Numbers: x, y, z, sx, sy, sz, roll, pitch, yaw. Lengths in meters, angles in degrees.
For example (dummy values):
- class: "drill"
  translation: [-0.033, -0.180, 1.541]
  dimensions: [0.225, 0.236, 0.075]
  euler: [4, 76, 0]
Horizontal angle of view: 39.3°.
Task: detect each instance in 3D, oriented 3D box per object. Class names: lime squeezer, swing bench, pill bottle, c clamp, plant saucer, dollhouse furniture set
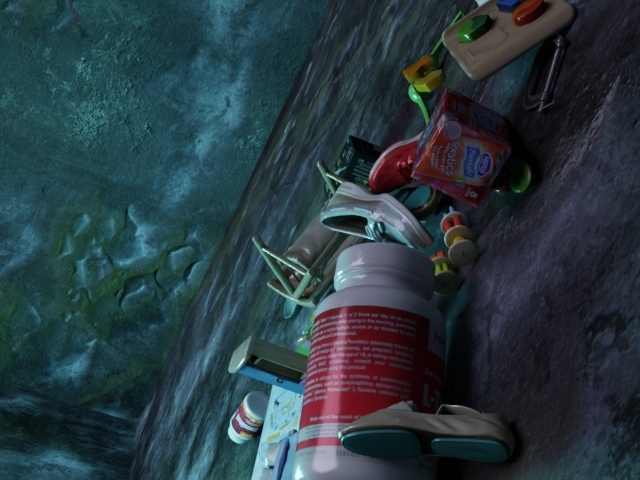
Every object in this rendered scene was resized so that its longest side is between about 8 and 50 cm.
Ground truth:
- class: "lime squeezer"
  translation: [0.253, -0.385, 2.068]
  dimensions: [0.110, 0.059, 0.310]
  euler: [-27, 43, 68]
- class: "swing bench"
  translation: [0.000, 0.000, 2.048]
  dimensions: [0.253, 0.165, 0.254]
  euler: [-52, -21, -19]
- class: "pill bottle"
  translation: [-0.189, 0.477, 2.395]
  dimensions: [0.086, 0.086, 0.152]
  euler: [-87, 23, -47]
- class: "c clamp"
  translation: [0.394, -0.288, 1.549]
  dimensions: [0.137, 0.022, 0.160]
  euler: [151, 136, -74]
- class: "plant saucer"
  translation: [-0.068, 0.164, 2.507]
  dimensions: [0.119, 0.021, 0.119]
  euler: [-159, 90, -75]
- class: "pill bottle"
  translation: [0.090, 0.222, 1.479]
  dimensions: [0.229, 0.229, 0.407]
  euler: [137, 145, -58]
- class: "dollhouse furniture set"
  translation: [-0.085, 0.357, 1.733]
  dimensions: [0.286, 0.198, 0.303]
  euler: [134, 154, -60]

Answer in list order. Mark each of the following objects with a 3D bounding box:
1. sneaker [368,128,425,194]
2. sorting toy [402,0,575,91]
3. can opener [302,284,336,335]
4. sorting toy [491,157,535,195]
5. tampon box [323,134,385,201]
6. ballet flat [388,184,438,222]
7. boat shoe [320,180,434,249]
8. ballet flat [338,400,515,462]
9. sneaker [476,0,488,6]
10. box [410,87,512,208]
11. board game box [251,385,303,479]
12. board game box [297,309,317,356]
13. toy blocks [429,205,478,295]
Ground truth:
- class: "sneaker"
  translation: [0.199, -0.154, 1.794]
  dimensions: [0.221, 0.087, 0.128]
  euler: [-39, 27, 9]
- class: "sorting toy"
  translation: [0.296, -0.374, 1.658]
  dimensions: [0.307, 0.041, 0.229]
  euler: [-33, 31, 11]
- class: "can opener"
  translation: [0.046, 0.172, 2.072]
  dimensions: [0.095, 0.076, 0.283]
  euler: [59, 134, 29]
- class: "sorting toy"
  translation: [0.331, -0.106, 1.500]
  dimensions: [0.102, 0.042, 0.061]
  euler: [-1, 84, 61]
- class: "tampon box"
  translation: [0.089, -0.159, 2.242]
  dimensions: [0.120, 0.102, 0.161]
  euler: [-100, 33, -63]
- class: "ballet flat"
  translation: [0.198, -0.072, 1.836]
  dimensions: [0.080, 0.073, 0.232]
  euler: [-49, 17, -7]
- class: "boat shoe"
  translation: [0.109, -0.034, 1.790]
  dimensions: [0.103, 0.118, 0.320]
  euler: [-49, 35, -8]
- class: "ballet flat"
  translation: [0.152, 0.270, 1.283]
  dimensions: [0.086, 0.249, 0.086]
  euler: [3, -90, -80]
- class: "sneaker"
  translation: [0.342, -0.531, 1.821]
  dimensions: [0.111, 0.129, 0.297]
  euler: [-38, 36, 56]
- class: "box"
  translation: [0.247, -0.167, 1.570]
  dimensions: [0.122, 0.128, 0.257]
  euler: [-63, 2, 22]
- class: "board game box"
  translation: [-0.053, 0.423, 2.042]
  dimensions: [0.319, 0.066, 0.317]
  euler: [-44, 29, 56]
- class: "board game box"
  translation: [0.042, 0.224, 1.896]
  dimensions: [0.259, 0.039, 0.124]
  euler: [11, 75, 55]
- class: "toy blocks"
  translation: [0.232, 0.013, 1.636]
  dimensions: [0.148, 0.054, 0.123]
  euler: [-93, 27, -59]
